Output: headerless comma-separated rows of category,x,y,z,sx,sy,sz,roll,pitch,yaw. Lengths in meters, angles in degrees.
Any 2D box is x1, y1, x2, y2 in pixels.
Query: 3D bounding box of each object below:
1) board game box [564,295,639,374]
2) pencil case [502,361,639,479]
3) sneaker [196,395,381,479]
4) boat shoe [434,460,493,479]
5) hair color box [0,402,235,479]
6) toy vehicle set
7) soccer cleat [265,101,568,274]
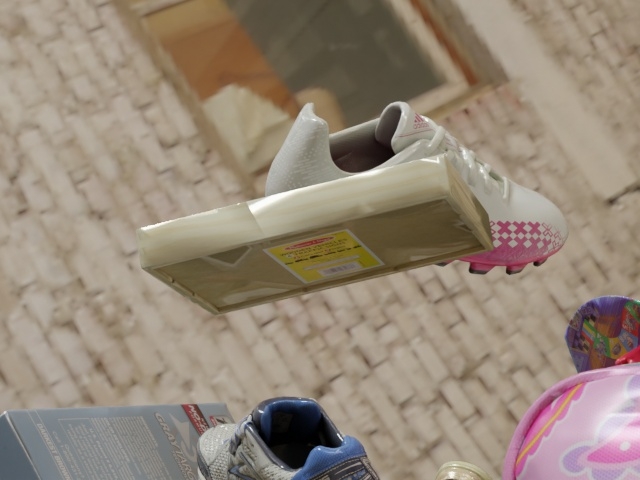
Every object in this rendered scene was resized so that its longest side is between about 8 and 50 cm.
board game box,0.206,0.119,1.051,0.133,0.033,0.168,-5,-71,61
pencil case,0.197,0.143,0.654,0.124,0.284,0.124,-30,-135,35
sneaker,-0.013,0.087,0.663,0.135,0.052,0.058,12,-60,58
boat shoe,0.170,0.424,2.014,0.109,0.098,0.302,9,-72,28
hair color box,-0.213,0.243,1.457,0.185,0.374,0.113,-37,-108,18
toy vehicle set,0.000,0.000,1.374,0.267,0.166,0.035,-13,-110,13
soccer cleat,0.109,-0.053,1.526,0.116,0.331,0.143,48,-52,53
